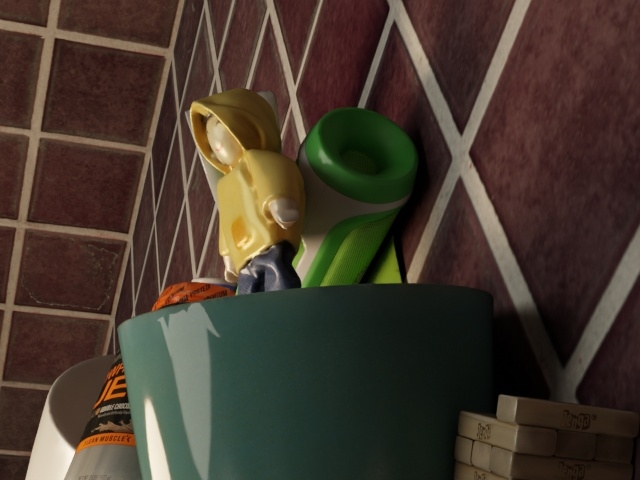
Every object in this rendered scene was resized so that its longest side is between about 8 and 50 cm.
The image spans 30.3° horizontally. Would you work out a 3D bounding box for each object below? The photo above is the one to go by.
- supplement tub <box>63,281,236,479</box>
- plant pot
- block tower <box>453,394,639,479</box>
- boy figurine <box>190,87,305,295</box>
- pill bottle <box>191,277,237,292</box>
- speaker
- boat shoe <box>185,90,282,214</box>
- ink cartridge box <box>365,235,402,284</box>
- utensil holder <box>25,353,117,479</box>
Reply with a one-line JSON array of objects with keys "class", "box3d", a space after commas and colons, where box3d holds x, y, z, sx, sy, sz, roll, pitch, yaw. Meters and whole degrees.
[{"class": "supplement tub", "box3d": [-0.183, 0.232, 1.495, 0.207, 0.207, 0.338, 118, 171, -52]}, {"class": "plant pot", "box3d": [-0.001, 0.172, 0.905, 0.293, 0.293, 0.235, 143, 123, -68]}, {"class": "block tower", "box3d": [0.132, 0.270, 0.769, 0.097, 0.091, 0.335, 174, 104, -73]}, {"class": "boy figurine", "box3d": [-0.063, -0.020, 1.154, 0.177, 0.092, 0.285, 147, 115, -64]}, {"class": "pill bottle", "box3d": [-0.178, 0.134, 1.930, 0.078, 0.078, 0.137, 150, 126, -70]}, {"class": "speaker", "box3d": [0.000, 0.000, 1.269, 0.296, 0.131, 0.131, 117, 155, -44]}, {"class": "boat shoe", "box3d": [-0.039, -0.031, 1.437, 0.136, 0.156, 0.367, -114, 5, -53]}, {"class": "ink cartridge box", "box3d": [0.021, 0.144, 1.203, 0.189, 0.097, 0.255, 114, 156, -46]}, {"class": "utensil holder", "box3d": [-0.291, 0.411, 1.762, 0.327, 0.328, 0.385, -110, 33, -58]}]
